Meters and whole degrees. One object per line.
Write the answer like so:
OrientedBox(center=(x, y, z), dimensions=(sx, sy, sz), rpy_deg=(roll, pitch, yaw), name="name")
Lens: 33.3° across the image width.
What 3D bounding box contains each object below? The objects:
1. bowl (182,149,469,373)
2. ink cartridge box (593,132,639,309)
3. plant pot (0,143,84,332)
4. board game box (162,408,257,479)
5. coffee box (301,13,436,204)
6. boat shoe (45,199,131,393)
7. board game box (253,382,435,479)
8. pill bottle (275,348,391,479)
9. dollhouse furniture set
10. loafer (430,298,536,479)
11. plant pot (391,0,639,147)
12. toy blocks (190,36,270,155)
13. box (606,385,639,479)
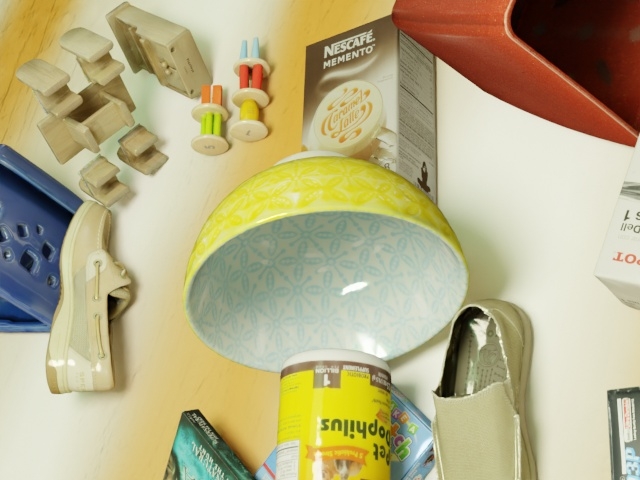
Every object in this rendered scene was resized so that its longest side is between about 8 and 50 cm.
OrientedBox(center=(0.000, 0.000, 1.113), dimensions=(0.289, 0.289, 0.156), rpy_deg=(-27, 48, 25), name="bowl")
OrientedBox(center=(0.372, -0.036, 1.003), dimensions=(0.160, 0.092, 0.219), rpy_deg=(12, 77, 41), name="ink cartridge box")
OrientedBox(center=(-0.490, -0.006, 1.568), dimensions=(0.236, 0.236, 0.212), rpy_deg=(-3, 61, 36), name="plant pot")
OrientedBox(center=(-0.121, 0.301, 1.237), dimensions=(0.186, 0.026, 0.126), rpy_deg=(41, 122, 42), name="board game box")
OrientedBox(center=(0.057, -0.128, 1.284), dimensions=(0.141, 0.098, 0.247), rpy_deg=(-14, 62, 32), name="coffee box")
OrientedBox(center=(-0.308, 0.075, 1.481), dimensions=(0.098, 0.109, 0.302), rpy_deg=(1, 52, 0), name="boat shoe")
OrientedBox(center=(0.023, 0.250, 1.174), dimensions=(0.211, 0.039, 0.160), rpy_deg=(-54, 48, 7), name="board game box")
OrientedBox(center=(0.013, 0.226, 1.088), dimensions=(0.117, 0.117, 0.215), rpy_deg=(-13, 64, 33), name="pill bottle")
OrientedBox(center=(-0.306, -0.216, 1.538), dimensions=(0.242, 0.212, 0.161), rpy_deg=(-42, 46, -21), name="dollhouse furniture set")
OrientedBox(center=(0.154, 0.180, 1.070), dimensions=(0.102, 0.092, 0.269), rpy_deg=(-12, 63, 33), name="loafer")
OrientedBox(center=(0.235, -0.272, 1.124), dimensions=(0.235, 0.267, 0.267), rpy_deg=(13, 78, 53), name="plant pot")
OrientedBox(center=(-0.125, -0.204, 1.489), dimensions=(0.123, 0.054, 0.148), rpy_deg=(-15, 61, 31), name="toy blocks")
OrientedBox(center=(0.344, 0.230, 0.928), dimensions=(0.175, 0.051, 0.220), rpy_deg=(-13, 62, 33), name="box")
